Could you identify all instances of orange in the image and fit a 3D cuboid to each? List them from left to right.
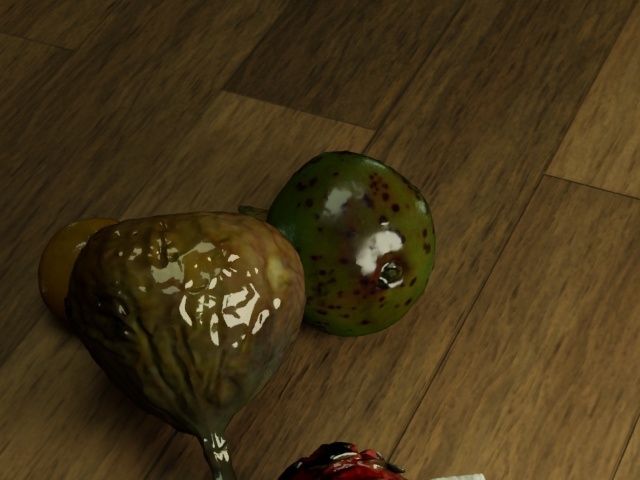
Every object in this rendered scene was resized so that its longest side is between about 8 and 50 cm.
[{"bbox_3d":[-0.281,0.038,2.252,0.156,0.124,0.156,-3,42,3],"label":"orange"}]

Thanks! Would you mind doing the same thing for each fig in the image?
[{"bbox_3d":[-0.149,0.147,2.053,0.286,0.286,0.369,-6,71,-6],"label":"fig"}]

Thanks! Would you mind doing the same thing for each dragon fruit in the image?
[{"bbox_3d":[0.033,0.309,1.911,0.188,0.182,0.182,27,49,27],"label":"dragon fruit"}]

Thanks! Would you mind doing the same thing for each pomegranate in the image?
[{"bbox_3d":[0.003,-0.012,2.226,0.286,0.231,0.231,25,48,26],"label":"pomegranate"}]

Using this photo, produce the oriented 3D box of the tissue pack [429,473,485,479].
[{"bbox_3d":[0.173,0.410,1.795,0.071,0.170,0.325,-9,43,-3],"label":"tissue pack"}]
